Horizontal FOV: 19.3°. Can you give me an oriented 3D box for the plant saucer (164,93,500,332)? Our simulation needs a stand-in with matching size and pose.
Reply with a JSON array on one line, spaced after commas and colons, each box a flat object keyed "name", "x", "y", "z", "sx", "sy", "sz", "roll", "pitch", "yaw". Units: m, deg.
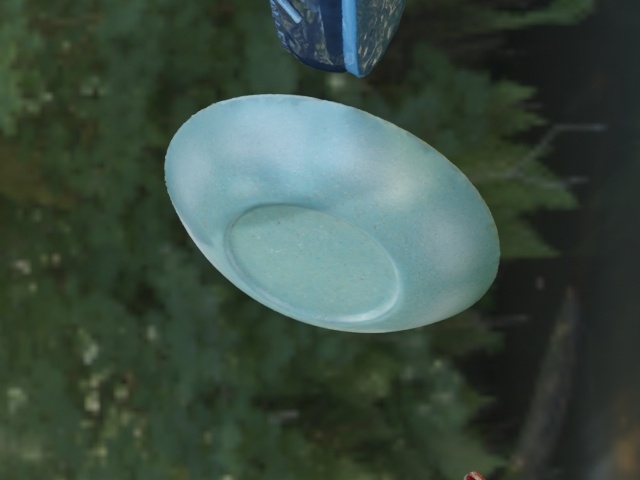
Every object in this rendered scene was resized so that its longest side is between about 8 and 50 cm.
[{"name": "plant saucer", "x": 0.000, "y": 0.000, "z": 1.034, "sx": 0.195, "sy": 0.195, "sz": 0.037, "roll": 118, "pitch": 176, "yaw": -55}]

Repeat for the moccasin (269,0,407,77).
[{"name": "moccasin", "x": -0.018, "y": -0.233, "z": 0.847, "sx": 0.137, "sy": 0.117, "sz": 0.342, "roll": -61, "pitch": -27, "yaw": -48}]

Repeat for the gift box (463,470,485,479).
[{"name": "gift box", "x": -0.002, "y": 0.268, "z": 0.943, "sx": 0.276, "sy": 0.258, "sz": 0.255, "roll": -8, "pitch": -98, "yaw": -75}]
